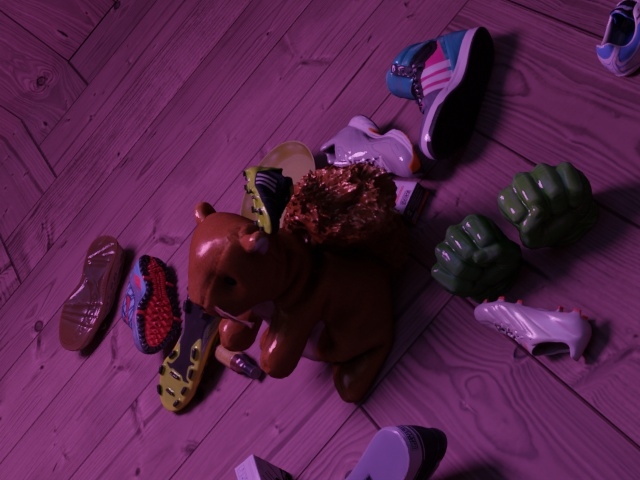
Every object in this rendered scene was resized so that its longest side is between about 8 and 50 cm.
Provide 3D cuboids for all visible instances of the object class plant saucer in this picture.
[{"bbox_3d":[-0.077,-0.085,1.946,0.241,0.037,0.240,-26,54,42],"label":"plant saucer"}]

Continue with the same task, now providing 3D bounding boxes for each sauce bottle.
[{"bbox_3d":[-0.157,0.232,1.831,0.128,0.042,0.042,25,80,48],"label":"sauce bottle"}]

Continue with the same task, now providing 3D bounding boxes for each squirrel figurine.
[{"bbox_3d":[-0.038,0.027,1.602,0.397,0.370,0.281,-54,39,-2],"label":"squirrel figurine"}]

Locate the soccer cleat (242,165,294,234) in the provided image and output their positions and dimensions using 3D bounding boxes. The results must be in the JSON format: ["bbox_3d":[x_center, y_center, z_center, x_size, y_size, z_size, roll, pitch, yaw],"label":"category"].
[{"bbox_3d":[-0.072,-0.068,1.440,0.072,0.060,0.179,-8,31,-8],"label":"soccer cleat"}]

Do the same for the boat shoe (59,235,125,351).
[{"bbox_3d":[-0.525,0.132,2.252,0.105,0.089,0.285,12,71,21],"label":"boat shoe"}]

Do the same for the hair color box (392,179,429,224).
[{"bbox_3d":[0.127,-0.074,1.776,0.141,0.043,0.072,9,68,49],"label":"hair color box"}]

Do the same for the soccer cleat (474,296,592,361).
[{"bbox_3d":[0.307,0.132,1.425,0.196,0.068,0.076,5,68,44],"label":"soccer cleat"}]

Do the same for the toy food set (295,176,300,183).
[{"bbox_3d":[-0.037,-0.083,1.950,0.192,0.038,0.132,-33,43,23],"label":"toy food set"}]

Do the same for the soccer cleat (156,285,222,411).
[{"bbox_3d":[-0.237,0.206,1.897,0.093,0.121,0.289,22,98,31],"label":"soccer cleat"}]

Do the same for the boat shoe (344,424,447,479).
[{"bbox_3d":[0.084,0.380,1.425,0.113,0.105,0.306,54,128,39],"label":"boat shoe"}]

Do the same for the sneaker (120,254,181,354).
[{"bbox_3d":[-0.376,0.160,2.082,0.125,0.104,0.261,-51,31,31],"label":"sneaker"}]

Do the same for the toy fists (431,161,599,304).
[{"bbox_3d":[0.297,-0.010,1.479,0.279,0.142,0.096,-39,41,18],"label":"toy fists"}]

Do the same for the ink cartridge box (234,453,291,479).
[{"bbox_3d":[-0.068,0.448,1.532,0.046,0.097,0.207,-42,39,13],"label":"ink cartridge box"}]

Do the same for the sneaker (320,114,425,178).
[{"bbox_3d":[0.094,-0.152,1.805,0.121,0.099,0.262,-35,29,-13],"label":"sneaker"}]

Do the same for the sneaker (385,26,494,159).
[{"bbox_3d":[0.198,-0.273,1.789,0.178,0.124,0.295,0,54,40],"label":"sneaker"}]

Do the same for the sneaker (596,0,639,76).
[{"bbox_3d":[0.529,-0.384,1.579,0.085,0.086,0.237,11,69,50],"label":"sneaker"}]
